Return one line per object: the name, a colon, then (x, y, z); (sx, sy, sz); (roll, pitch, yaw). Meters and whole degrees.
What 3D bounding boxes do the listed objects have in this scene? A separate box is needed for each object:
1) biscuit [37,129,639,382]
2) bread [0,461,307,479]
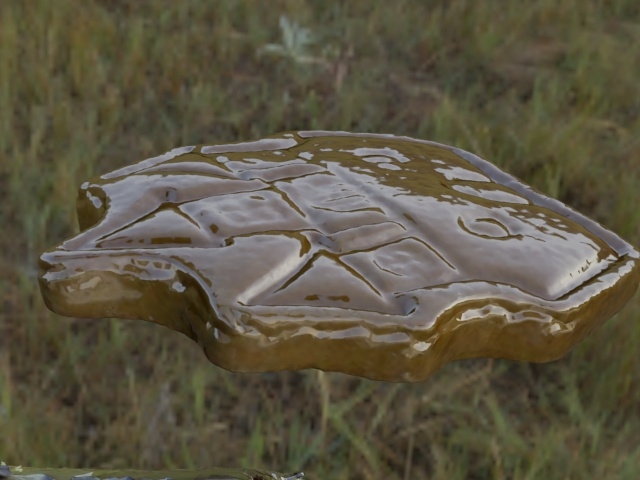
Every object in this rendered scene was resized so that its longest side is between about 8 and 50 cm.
biscuit: (0.000, -0.002, 0.550); (0.215, 0.034, 0.182); (-7, 26, -31)
bread: (-0.154, 0.126, 0.785); (0.346, 0.405, 0.242); (5, 47, 10)
